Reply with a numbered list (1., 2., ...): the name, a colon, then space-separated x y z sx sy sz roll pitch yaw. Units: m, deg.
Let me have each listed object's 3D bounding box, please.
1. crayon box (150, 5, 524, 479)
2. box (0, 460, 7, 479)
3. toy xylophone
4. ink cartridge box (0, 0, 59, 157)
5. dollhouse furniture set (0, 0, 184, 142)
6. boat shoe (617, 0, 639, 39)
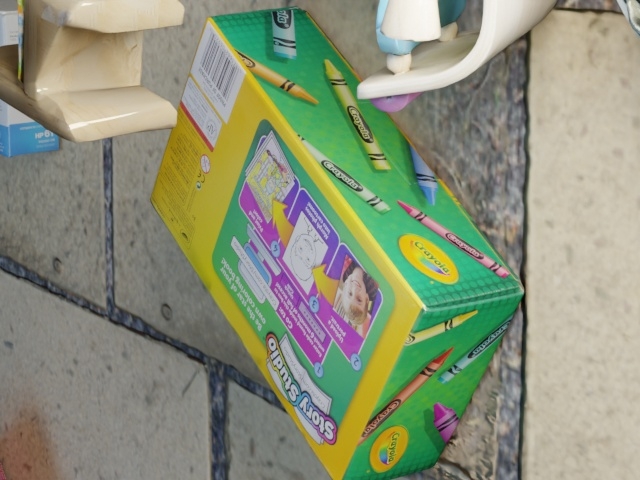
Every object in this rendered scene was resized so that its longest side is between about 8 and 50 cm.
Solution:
1. crayon box: 0.000 0.000 1.206 0.278 0.081 0.165 54 139 33
2. box: -0.329 0.326 1.683 0.154 0.142 0.300 76 172 -71
3. toy xylophone: 0.065 -0.219 0.944 0.081 0.236 0.323 10 105 22
4. ink cartridge box: -0.264 -0.140 1.589 0.088 0.052 0.122 21 117 52
5. dollhouse furniture set: -0.146 -0.267 1.071 0.256 0.394 0.362 31 123 49
6. boat shoe: 0.183 -0.125 0.890 0.114 0.091 0.302 -47 59 50
